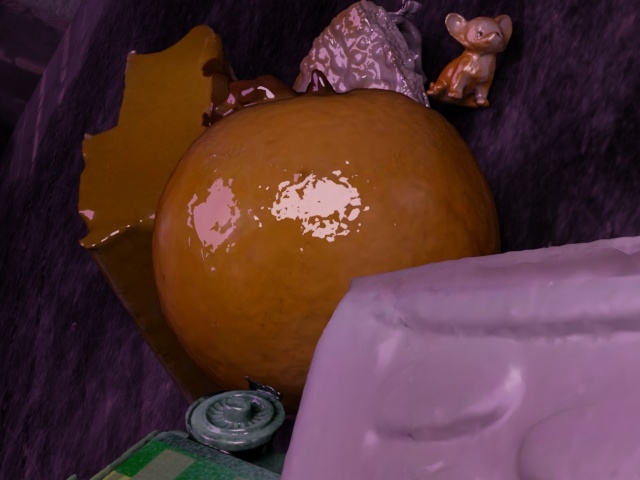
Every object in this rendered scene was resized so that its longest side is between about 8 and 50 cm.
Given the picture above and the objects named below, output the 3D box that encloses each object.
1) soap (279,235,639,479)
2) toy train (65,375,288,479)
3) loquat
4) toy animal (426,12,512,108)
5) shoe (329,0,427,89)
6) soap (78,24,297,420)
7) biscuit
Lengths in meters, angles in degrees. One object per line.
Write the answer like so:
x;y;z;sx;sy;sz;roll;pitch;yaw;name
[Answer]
0.121;0.230;0.911;0.350;0.213;0.435;-2;68;51;soap
-0.021;0.209;1.333;0.202;0.301;0.120;-38;-45;-46;toy train
0.000;0.000;1.498;0.275;0.275;0.275;-53;24;37;loquat
0.125;-0.155;1.661;0.081;0.060;0.083;-170;92;-69;toy animal
0.055;-0.137;1.800;0.092;0.089;0.180;-24;50;46;shoe
-0.097;-0.010;1.772;0.143;0.281;0.259;-12;46;16;soap
0.037;-0.076;1.716;0.188;0.040;0.265;11;96;41;biscuit
